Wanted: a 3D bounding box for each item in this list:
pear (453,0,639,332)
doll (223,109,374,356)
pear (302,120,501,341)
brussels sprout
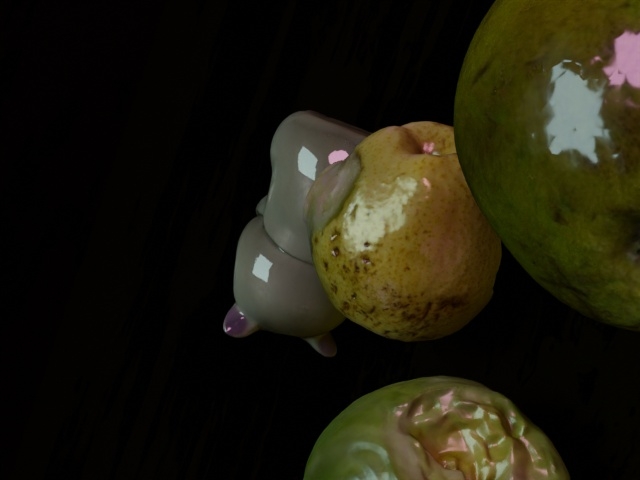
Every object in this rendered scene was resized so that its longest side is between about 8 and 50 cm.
[{"bbox_3d":[0.287,-0.116,0.962,0.352,0.351,0.413,-52,23,35],"label":"pear"},{"bbox_3d":[-0.001,-0.028,1.554,0.370,0.214,0.226,-61,31,26],"label":"doll"},{"bbox_3d":[0.117,-0.013,1.299,0.271,0.271,0.271,-35,47,49],"label":"pear"},{"bbox_3d":[0.115,0.313,1.122,0.344,0.268,0.344,-22,61,47],"label":"brussels sprout"}]
